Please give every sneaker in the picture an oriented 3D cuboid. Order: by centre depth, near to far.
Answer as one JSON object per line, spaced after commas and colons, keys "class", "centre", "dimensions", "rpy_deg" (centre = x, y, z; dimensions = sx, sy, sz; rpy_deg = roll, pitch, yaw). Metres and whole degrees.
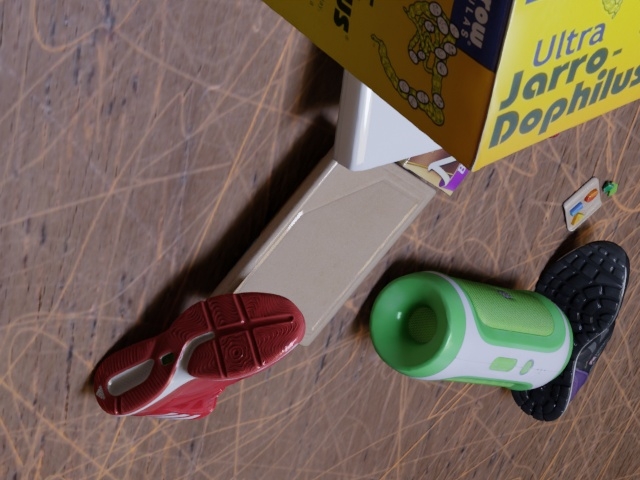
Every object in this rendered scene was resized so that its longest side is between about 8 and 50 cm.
{"class": "sneaker", "centre": [-0.103, 0.116, 1.682], "dimensions": [0.221, 0.087, 0.128], "rpy_deg": [-18, 164, 15]}
{"class": "sneaker", "centre": [0.337, 0.097, 2.221], "dimensions": [0.124, 0.107, 0.283], "rpy_deg": [-34, 153, -47]}

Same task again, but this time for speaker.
{"class": "speaker", "centre": [0.182, 0.108, 1.996], "dimensions": [0.296, 0.131, 0.131], "rpy_deg": [12, 116, -54]}

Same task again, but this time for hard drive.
{"class": "hard drive", "centre": [0.112, -0.228, 1.576], "dimensions": [0.203, 0.040, 0.307], "rpy_deg": [-17, 127, -39]}

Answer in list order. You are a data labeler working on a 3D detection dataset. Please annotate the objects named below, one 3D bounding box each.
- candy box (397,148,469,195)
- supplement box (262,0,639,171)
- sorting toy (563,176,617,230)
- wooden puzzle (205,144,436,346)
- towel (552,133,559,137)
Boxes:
{"class": "candy box", "centre": [0.150, -0.145, 1.753], "dimensions": [0.186, 0.053, 0.109], "rpy_deg": [-53, 146, 6]}
{"class": "supplement box", "centre": [0.080, -0.248, 1.271], "dimensions": [0.194, 0.356, 0.195], "rpy_deg": [-24, 141, -32]}
{"class": "sorting toy", "centre": [0.336, -0.052, 2.113], "dimensions": [0.083, 0.012, 0.062], "rpy_deg": [-40, 147, -10]}
{"class": "wooden puzzle", "centre": [0.000, 0.000, 1.747], "dimensions": [0.221, 0.044, 0.239], "rpy_deg": [-50, 153, 8]}
{"class": "towel", "centre": [0.189, -0.236, 1.592], "dimensions": [0.329, 0.037, 0.237], "rpy_deg": [19, 101, -50]}
